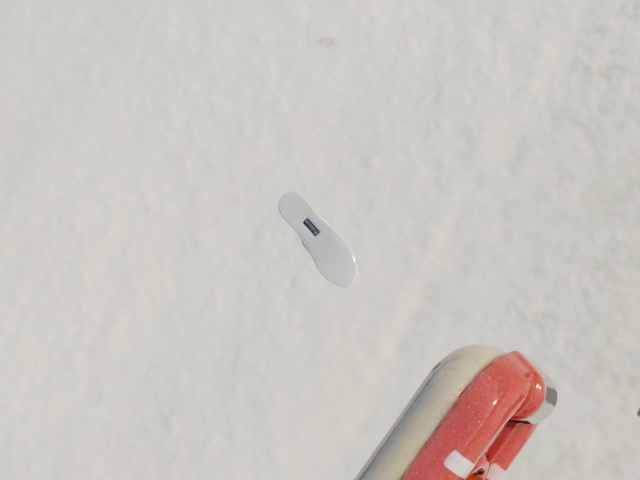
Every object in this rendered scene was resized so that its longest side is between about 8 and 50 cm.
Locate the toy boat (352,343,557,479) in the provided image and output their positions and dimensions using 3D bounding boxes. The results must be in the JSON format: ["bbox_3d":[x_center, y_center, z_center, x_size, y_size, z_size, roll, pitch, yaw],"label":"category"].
[{"bbox_3d":[0.107,0.195,0.981,0.151,0.151,0.231,35,93,22],"label":"toy boat"}]

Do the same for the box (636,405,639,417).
[{"bbox_3d":[0.487,0.216,1.627,0.045,0.184,0.191,-57,1,-25],"label":"box"}]

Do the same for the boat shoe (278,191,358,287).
[{"bbox_3d":[0.000,0.000,1.245,0.035,0.035,0.100,-42,78,5],"label":"boat shoe"}]
